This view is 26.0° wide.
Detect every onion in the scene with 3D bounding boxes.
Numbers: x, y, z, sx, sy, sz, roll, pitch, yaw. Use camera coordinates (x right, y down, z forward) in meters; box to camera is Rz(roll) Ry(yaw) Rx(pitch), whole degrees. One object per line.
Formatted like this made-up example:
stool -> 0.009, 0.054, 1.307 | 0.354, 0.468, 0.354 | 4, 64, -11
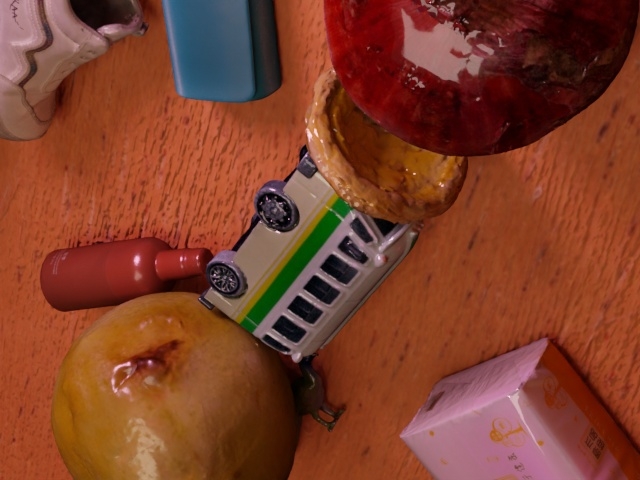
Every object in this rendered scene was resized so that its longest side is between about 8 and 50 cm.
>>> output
onion -> 0.137, -0.208, 1.199 | 0.276, 0.276, 0.276 | 16, 128, 21

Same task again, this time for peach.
peach -> -0.167, 0.211, 1.643 | 0.314, 0.281, 0.316 | 31, 152, 51

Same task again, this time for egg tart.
egg tart -> 0.061, -0.095, 1.368 | 0.191, 0.191, 0.074 | 46, 145, -6

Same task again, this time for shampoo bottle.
shampoo bottle -> -0.234, 0.040, 1.706 | 0.244, 0.085, 0.085 | -5, 119, 32

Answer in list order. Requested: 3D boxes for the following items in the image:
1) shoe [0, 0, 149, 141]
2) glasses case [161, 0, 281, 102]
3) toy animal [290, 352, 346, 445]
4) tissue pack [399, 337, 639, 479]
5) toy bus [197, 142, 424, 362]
shoe -> -0.293, -0.230, 1.515 | 0.210, 0.132, 0.342 | 10, 139, 7
glasses case -> -0.116, -0.287, 1.414 | 0.117, 0.070, 0.301 | 10, 125, 24
toy animal -> -0.011, 0.226, 1.737 | 0.075, 0.041, 0.217 | 23, 135, 17
tissue pack -> 0.237, 0.246, 1.547 | 0.185, 0.124, 0.225 | -28, 105, 42
toy bus -> 0.000, 0.000, 1.506 | 0.164, 0.134, 0.276 | 40, 134, 0
